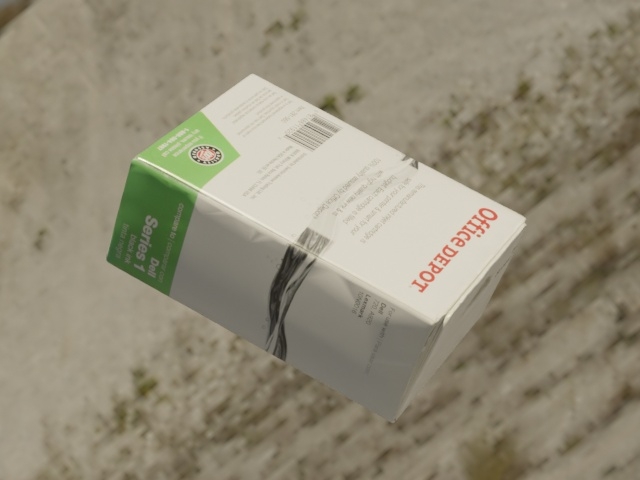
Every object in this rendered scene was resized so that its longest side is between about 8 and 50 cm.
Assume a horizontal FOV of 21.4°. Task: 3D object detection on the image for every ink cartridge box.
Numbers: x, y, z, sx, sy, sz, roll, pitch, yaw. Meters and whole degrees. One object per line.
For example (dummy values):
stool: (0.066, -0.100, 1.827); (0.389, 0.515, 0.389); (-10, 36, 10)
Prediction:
ink cartridge box: (0.000, 0.000, 1.092); (0.160, 0.219, 0.092); (-42, -22, -53)
